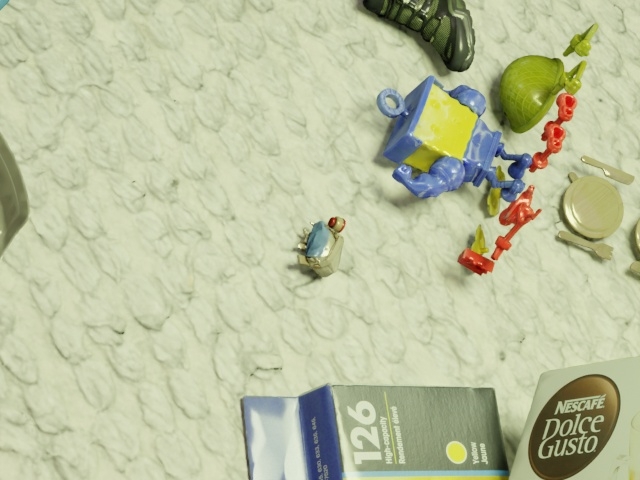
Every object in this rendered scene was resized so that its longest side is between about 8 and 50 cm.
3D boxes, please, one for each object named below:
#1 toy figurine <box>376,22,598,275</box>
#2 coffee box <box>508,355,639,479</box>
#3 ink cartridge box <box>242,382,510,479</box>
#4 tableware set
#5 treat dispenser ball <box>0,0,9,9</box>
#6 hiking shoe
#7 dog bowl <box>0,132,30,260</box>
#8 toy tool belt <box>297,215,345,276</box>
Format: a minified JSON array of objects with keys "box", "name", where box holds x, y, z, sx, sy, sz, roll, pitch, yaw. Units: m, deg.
[{"box":[0.182,-0.161,2.020,0.217,0.191,0.362,27,57,-7],"name":"toy figurine"},{"box":[0.421,0.339,1.752,0.338,0.338,0.334,35,61,-26],"name":"coffee box"},{"box":[0.079,0.311,1.821,0.307,0.072,0.303,3,67,-27],"name":"ink cartridge box"},{"box":[0.406,-0.022,2.150,0.194,0.039,0.128,23,71,-9],"name":"tableware set"},{"box":[-0.446,-0.352,1.730,0.288,0.288,0.288,10,64,-22],"name":"treat dispenser ball"},{"box":[0.114,-0.306,2.119,0.114,0.086,0.226,-23,72,-20],"name":"hiking shoe"},{"box":[-0.470,-0.044,1.637,0.349,0.102,0.348,26,44,-28],"name":"dog bowl"},{"box":[0.000,0.000,1.931,0.051,0.052,0.083,26,58,-24],"name":"toy tool belt"}]
